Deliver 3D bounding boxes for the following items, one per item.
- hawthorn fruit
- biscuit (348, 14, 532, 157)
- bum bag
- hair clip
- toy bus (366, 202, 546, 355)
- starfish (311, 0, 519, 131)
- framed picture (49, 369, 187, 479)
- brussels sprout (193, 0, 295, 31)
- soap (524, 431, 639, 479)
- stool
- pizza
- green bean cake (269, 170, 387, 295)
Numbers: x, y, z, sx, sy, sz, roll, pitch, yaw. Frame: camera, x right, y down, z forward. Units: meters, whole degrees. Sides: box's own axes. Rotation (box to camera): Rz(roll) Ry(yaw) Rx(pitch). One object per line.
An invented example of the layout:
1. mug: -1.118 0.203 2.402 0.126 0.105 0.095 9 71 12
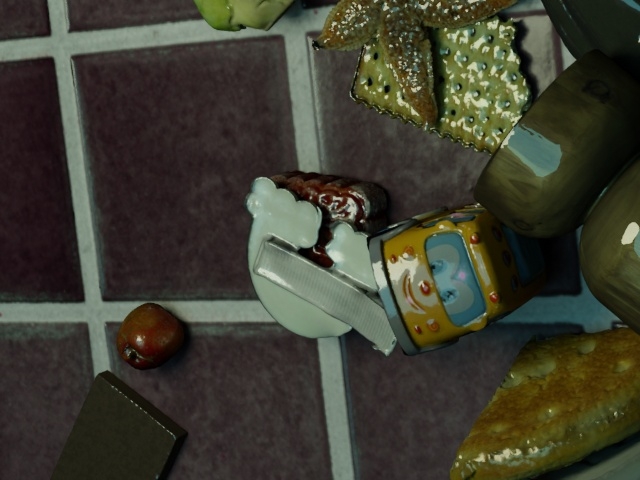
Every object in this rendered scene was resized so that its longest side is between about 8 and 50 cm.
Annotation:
1. hawthorn fruit: -0.190 0.109 2.009 0.077 0.077 0.077 7 103 29
2. biscuit: 0.126 -0.171 1.797 0.203 0.016 0.144 22 111 26
3. bum bag: 0.244 -0.288 1.667 0.142 0.080 0.326 -27 87 35
4. hair clip: 0.000 0.040 1.831 0.220 0.054 0.140 29 117 23
5. toy bus: 0.137 0.027 1.725 0.136 0.209 0.126 -18 91 22
6. starfish: 0.079 -0.265 1.763 0.231 0.048 0.295 -32 91 24
7. framed picture: -0.237 0.254 2.095 0.128 0.023 0.168 36 116 21
8. brussels sprout: -0.077 -0.292 1.835 0.155 0.117 0.155 20 131 25
9. soap: 0.339 0.238 1.738 0.302 0.258 0.159 -25 88 -11
10. stool: 0.294 -0.022 1.623 0.264 0.179 0.179 41 117 12
11. pizza: 0.241 0.148 1.718 0.292 0.197 0.058 -30 114 -8
12. green bean cake: 0.000 0.000 1.884 0.135 0.056 0.135 9 105 28
